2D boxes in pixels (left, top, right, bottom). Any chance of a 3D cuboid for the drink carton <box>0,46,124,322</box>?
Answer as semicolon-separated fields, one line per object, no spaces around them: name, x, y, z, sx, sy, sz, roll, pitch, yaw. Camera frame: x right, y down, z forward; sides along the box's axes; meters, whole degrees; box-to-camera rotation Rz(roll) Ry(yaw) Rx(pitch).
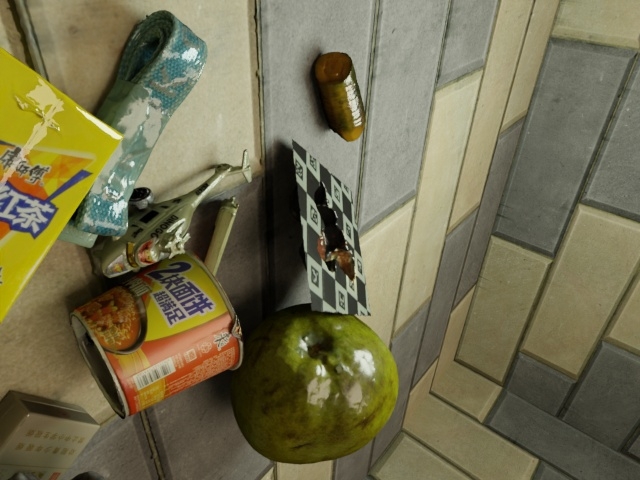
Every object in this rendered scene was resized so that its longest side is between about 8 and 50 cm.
drink carton;-0.363;-0.008;0.458;0.351;0.111;0.154;-61;151;-7

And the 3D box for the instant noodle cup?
instant noodle cup;-0.240;0.137;0.681;0.174;0.213;0.213;-27;135;-36

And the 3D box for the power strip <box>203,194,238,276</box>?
power strip;-0.173;0.001;0.799;0.076;0.028;0.168;-112;-138;-72

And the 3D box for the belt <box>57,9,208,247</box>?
belt;-0.236;-0.131;0.578;0.302;0.087;0.072;-63;153;0

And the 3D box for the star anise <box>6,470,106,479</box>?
star anise;-0.397;0.416;0.618;0.360;0.139;0.315;-16;119;-33

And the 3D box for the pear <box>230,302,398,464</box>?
pear;-0.018;0.297;1.007;0.352;0.352;0.413;-46;160;-27

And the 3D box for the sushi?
sushi;0.000;0.000;0.977;0.339;0.069;0.319;24;56;-65

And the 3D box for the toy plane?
toy plane;-0.204;-0.045;0.691;0.286;0.108;0.091;-54;150;-41

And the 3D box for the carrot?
carrot;0.041;-0.269;0.910;0.082;0.082;0.173;-53;148;-18

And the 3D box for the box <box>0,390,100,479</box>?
box;-0.430;0.320;0.655;0.201;0.058;0.141;-57;149;-13
